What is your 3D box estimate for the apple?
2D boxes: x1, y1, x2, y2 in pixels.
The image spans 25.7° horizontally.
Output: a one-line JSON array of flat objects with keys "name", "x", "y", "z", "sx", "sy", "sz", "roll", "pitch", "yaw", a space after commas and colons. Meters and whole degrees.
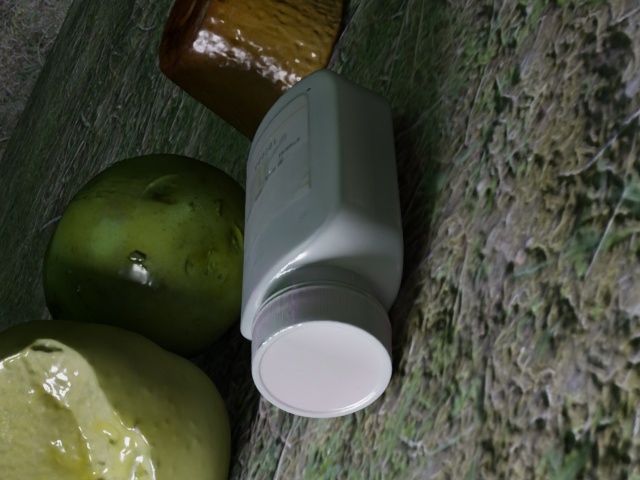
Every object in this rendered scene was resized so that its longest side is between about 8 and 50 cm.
[{"name": "apple", "x": -0.216, "y": 0.201, "z": 1.237, "sx": 0.279, "sy": 0.279, "sz": 0.279, "roll": -50, "pitch": 26, "yaw": 36}]

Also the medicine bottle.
[{"name": "medicine bottle", "x": 0.000, "y": 0.000, "z": 1.142, "sx": 0.161, "sy": 0.111, "sz": 0.296, "roll": -53, "pitch": 23, "yaw": 33}]

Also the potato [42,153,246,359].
[{"name": "potato", "x": -0.167, "y": 0.027, "z": 1.381, "sx": 0.304, "sy": 0.216, "sz": 0.216, "roll": 130, "pitch": 157, "yaw": -63}]

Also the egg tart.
[{"name": "egg tart", "x": -0.082, "y": -0.214, "z": 1.509, "sx": 0.202, "sy": 0.147, "sz": 0.202, "roll": -47, "pitch": 30, "yaw": 39}]
